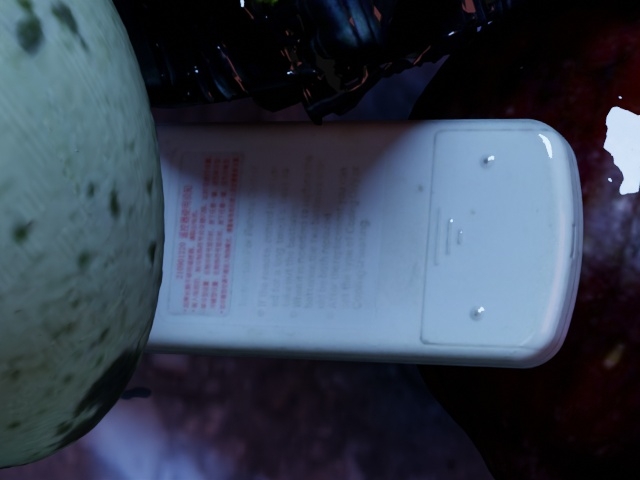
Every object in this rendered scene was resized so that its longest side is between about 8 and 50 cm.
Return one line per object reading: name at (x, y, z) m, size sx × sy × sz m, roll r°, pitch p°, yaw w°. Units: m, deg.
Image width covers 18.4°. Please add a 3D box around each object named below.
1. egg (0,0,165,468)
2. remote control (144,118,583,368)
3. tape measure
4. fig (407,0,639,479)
egg at (-0.135, -0.020, 0.610) m, size 0.177 × 0.177 × 0.228 m, roll -48°, pitch 128°, yaw -29°
remote control at (0.000, 0.000, 0.706) m, size 0.029 × 0.190 × 0.088 m, roll 23°, pitch 68°, yaw -65°
tape measure at (0.007, -0.110, 0.715) m, size 0.199 × 0.186 × 0.112 m, roll -23°, pitch 104°, yaw -39°
fig at (0.106, 0.030, 0.756) m, size 0.250 × 0.203 × 0.186 m, roll -64°, pitch 147°, yaw -23°
